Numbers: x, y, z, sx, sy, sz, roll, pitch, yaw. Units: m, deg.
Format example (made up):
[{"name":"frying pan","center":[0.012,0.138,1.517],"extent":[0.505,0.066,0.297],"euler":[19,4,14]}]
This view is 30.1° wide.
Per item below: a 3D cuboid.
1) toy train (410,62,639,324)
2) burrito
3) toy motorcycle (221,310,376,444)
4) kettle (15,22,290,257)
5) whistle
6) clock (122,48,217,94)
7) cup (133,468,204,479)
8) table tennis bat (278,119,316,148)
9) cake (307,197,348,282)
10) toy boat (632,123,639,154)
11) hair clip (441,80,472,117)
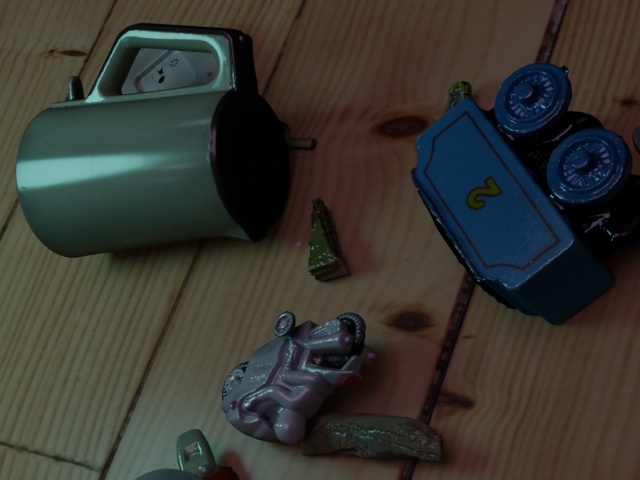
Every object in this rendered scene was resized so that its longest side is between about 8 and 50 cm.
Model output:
[{"name":"toy train","center":[0.279,-0.058,1.542],"extent":[0.265,0.188,0.300],"euler":[-39,51,12]},{"name":"burrito","center":[0.067,0.258,1.561],"extent":[0.230,0.063,0.058],"euler":[-6,98,39]},{"name":"toy motorcycle","center":[-0.039,0.202,1.622],"extent":[0.260,0.110,0.170],"euler":[-28,45,30]},{"name":"kettle","center":[-0.261,-0.163,1.883],"extent":[0.377,0.250,0.361],"euler":[-4,88,28]},{"name":"whistle","center":[-0.148,0.362,1.604],"extent":[0.102,0.105,0.253],"euler":[-5,46,-19]},{"name":"clock","center":[-0.254,-0.262,2.084],"extent":[0.230,0.083,0.230],"euler":[-18,53,26]},{"name":"cup","center":[-0.262,0.459,1.499],"extent":[0.347,0.163,0.347],"euler":[-14,70,41]},{"name":"table tennis bat","center":[-0.073,-0.160,1.944],"extent":[0.157,0.013,0.087],"euler":[6,64,36]},{"name":"cake","center":[0.000,0.000,1.768],"extent":[0.055,0.051,0.140],"euler":[-30,48,16]},{"name":"toy boat","center":[0.492,-0.087,1.480],"extent":[0.078,0.085,0.260],"euler":[-49,48,-3]},{"name":"hair clip","center":[0.187,-0.151,1.754],"extent":[0.060,0.033,0.188],"euler":[5,67,37]}]
